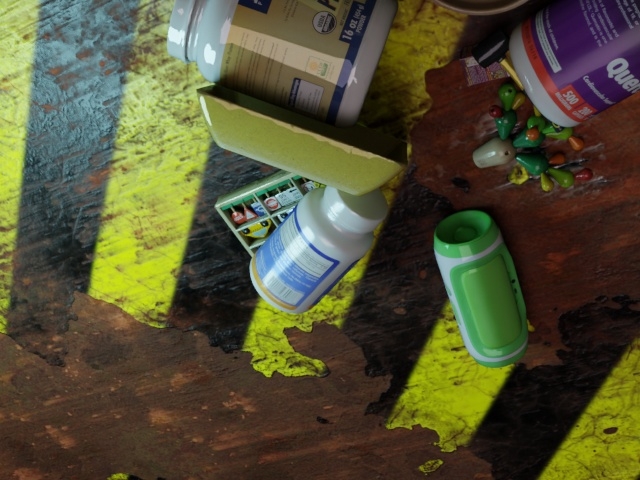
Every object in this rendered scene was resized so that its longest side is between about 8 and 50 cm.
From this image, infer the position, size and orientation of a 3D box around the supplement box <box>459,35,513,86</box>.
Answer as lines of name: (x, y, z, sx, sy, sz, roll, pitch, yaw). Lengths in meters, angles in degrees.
supplement box: (0.273, -0.289, 1.698, 0.083, 0.043, 0.055, -10, 124, 22)

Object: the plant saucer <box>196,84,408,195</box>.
plant saucer: (-0.028, -0.162, 1.699, 0.333, 0.333, 0.081, 20, 102, 1)

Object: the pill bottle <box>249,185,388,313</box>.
pill bottle: (0.000, 0.000, 1.889, 0.152, 0.152, 0.272, 34, 128, -11)

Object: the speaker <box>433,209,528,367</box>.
speaker: (0.299, 0.092, 1.940, 0.131, 0.131, 0.296, -7, 125, 21)

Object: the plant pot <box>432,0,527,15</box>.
plant pot: (0.236, -0.458, 1.532, 0.237, 0.109, 0.237, 9, 129, 11)

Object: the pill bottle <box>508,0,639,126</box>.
pill bottle: (0.451, -0.312, 1.538, 0.323, 0.181, 0.181, -30, 115, 33)

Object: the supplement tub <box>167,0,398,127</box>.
supplement tub: (-0.059, -0.327, 1.644, 0.316, 0.228, 0.228, 20, 130, 0)

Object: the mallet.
mallet: (0.323, -0.251, 1.643, 0.190, 0.039, 0.062, 42, 113, -2)

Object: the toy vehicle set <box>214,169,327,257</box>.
toy vehicle set: (-0.048, -0.056, 1.982, 0.267, 0.035, 0.166, -21, 119, 29)

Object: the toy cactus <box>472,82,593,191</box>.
toy cactus: (0.337, -0.157, 1.759, 0.180, 0.112, 0.219, -22, 128, 41)
